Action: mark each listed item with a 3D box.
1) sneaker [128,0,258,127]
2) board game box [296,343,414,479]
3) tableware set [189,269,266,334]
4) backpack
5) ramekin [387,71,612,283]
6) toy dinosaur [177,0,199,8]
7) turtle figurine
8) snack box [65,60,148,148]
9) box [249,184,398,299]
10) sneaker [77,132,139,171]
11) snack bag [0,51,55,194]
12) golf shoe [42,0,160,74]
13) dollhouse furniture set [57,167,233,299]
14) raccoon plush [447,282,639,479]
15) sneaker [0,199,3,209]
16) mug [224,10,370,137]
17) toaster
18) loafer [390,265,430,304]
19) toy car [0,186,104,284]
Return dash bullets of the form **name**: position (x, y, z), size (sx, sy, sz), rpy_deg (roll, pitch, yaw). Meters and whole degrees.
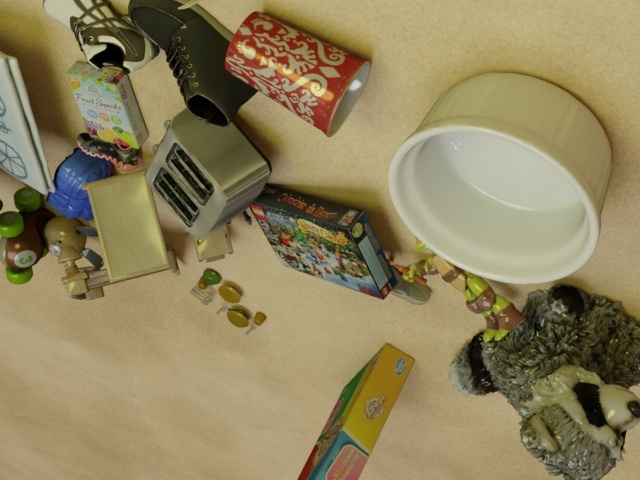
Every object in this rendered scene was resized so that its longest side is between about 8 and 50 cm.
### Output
- **sneaker**: position (-0.190, -0.258, 1.459), size (0.222, 0.118, 0.083), rpy_deg (31, 146, -2)
- **board game box**: position (0.044, 0.369, 1.908), size (0.064, 0.316, 0.242), rpy_deg (31, 145, -1)
- **tableware set**: position (-0.174, 0.117, 2.016), size (0.154, 0.024, 0.104), rpy_deg (37, 142, -8)
- **backpack**: position (-0.415, -0.104, 1.849), size (0.101, 0.098, 0.120), rpy_deg (31, 137, 3)
- **ramekin**: position (0.238, -0.084, 1.345), size (0.277, 0.135, 0.277), rpy_deg (20, 144, 15)
- **toy dinosaur**: position (-0.127, -0.359, 1.359), size (0.092, 0.053, 0.183), rpy_deg (40, 140, 13)
- **turtle figurine**: position (0.208, 0.052, 1.584), size (0.217, 0.087, 0.269), rpy_deg (49, 157, -1)
- **snack box**: position (-0.346, -0.219, 1.699), size (0.100, 0.037, 0.141), rpy_deg (14, 142, 21)
- **box**: position (0.000, 0.000, 1.666), size (0.233, 0.044, 0.159), rpy_deg (17, 146, 42)
- **sneaker**: position (-0.360, -0.165, 1.784), size (0.119, 0.047, 0.057), rpy_deg (24, 124, 9)
- **snack bag**: position (-0.603, -0.250, 1.744), size (0.342, 0.037, 0.323), rpy_deg (27, 148, 21)
- **golf shoe**: position (-0.335, -0.307, 1.529), size (0.198, 0.094, 0.077), rpy_deg (24, 147, 13)
- **dollhouse furniture set**: position (-0.321, -0.014, 1.897), size (0.355, 0.303, 0.174), rpy_deg (143, 113, -82)
- **raccoon plush**: position (0.326, 0.273, 1.589), size (0.216, 0.299, 0.446), rpy_deg (33, 146, -4)
- **sneaker**: position (-0.641, -0.114, 1.785), size (0.202, 0.185, 0.483), rpy_deg (30, 159, 2)
- **mug**: position (-0.037, -0.217, 1.408), size (0.169, 0.113, 0.150), rpy_deg (30, 144, 7)
- **toaster**: position (-0.172, -0.106, 1.609), size (0.186, 0.110, 0.168), rpy_deg (50, 147, 4)
- **loafer**: position (0.120, 0.073, 1.719), size (0.125, 0.045, 0.039), rpy_deg (28, 153, -2)
- **toy car**: position (-0.516, 0.004, 2.037), size (0.188, 0.149, 0.155), rpy_deg (11, 133, 8)
